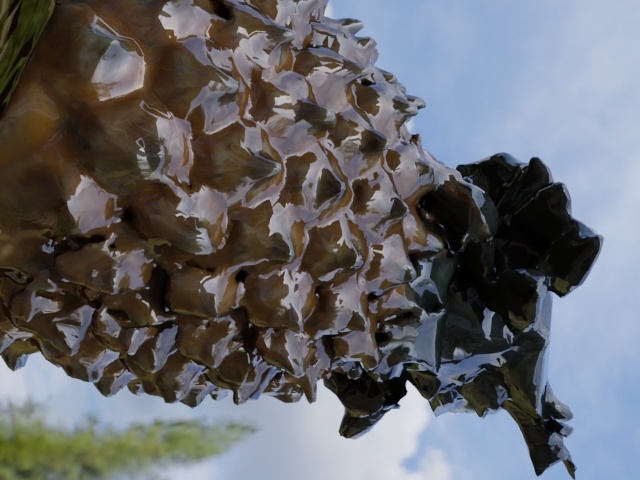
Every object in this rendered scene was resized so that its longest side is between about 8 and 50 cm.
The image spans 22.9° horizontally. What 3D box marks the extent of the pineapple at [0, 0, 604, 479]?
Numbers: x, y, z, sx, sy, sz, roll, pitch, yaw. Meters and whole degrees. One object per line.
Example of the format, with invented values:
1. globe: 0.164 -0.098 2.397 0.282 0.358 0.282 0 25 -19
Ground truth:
1. pineapple: 0.000 -0.002 0.722 0.223 0.357 0.223 -45 -149 37
